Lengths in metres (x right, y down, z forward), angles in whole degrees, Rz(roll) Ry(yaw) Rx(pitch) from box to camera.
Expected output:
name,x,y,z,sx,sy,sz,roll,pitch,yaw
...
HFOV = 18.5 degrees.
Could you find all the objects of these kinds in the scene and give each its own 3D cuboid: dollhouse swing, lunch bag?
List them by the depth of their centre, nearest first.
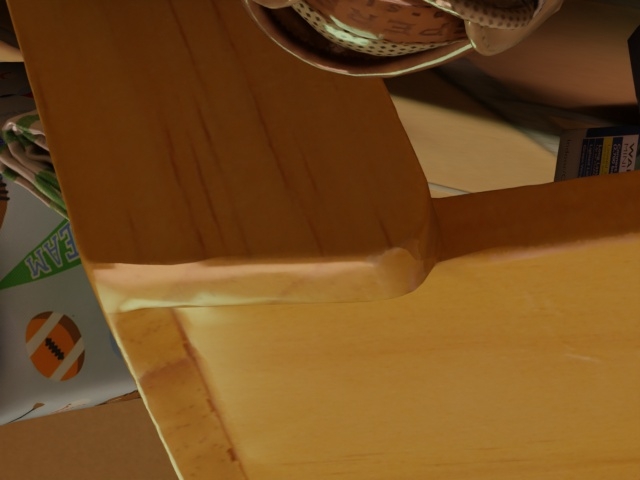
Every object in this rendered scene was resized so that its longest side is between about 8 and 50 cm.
name,x,y,z,sx,sy,sz,roll,pitch,yaw
dollhouse swing,0.068,-0.002,0.822,0.305,0.315,0.347,-20,142,-2
lunch bag,-0.228,-0.015,1.380,0.385,0.239,0.327,18,-165,40

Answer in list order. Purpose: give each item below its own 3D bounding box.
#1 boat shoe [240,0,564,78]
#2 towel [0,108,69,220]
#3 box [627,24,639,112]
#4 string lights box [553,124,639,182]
name,x,y,z,sx,sy,sz,roll,pitch,yaw
boat shoe,0.035,-0.097,0.426,0.122,0.120,0.324,17,176,-1
towel,0.000,0.000,1.141,0.325,0.038,0.248,34,-153,14
box,0.193,0.005,0.268,0.247,0.142,0.163,3,155,-17
string lights box,0.201,0.009,0.992,0.076,0.133,0.259,9,178,-18
